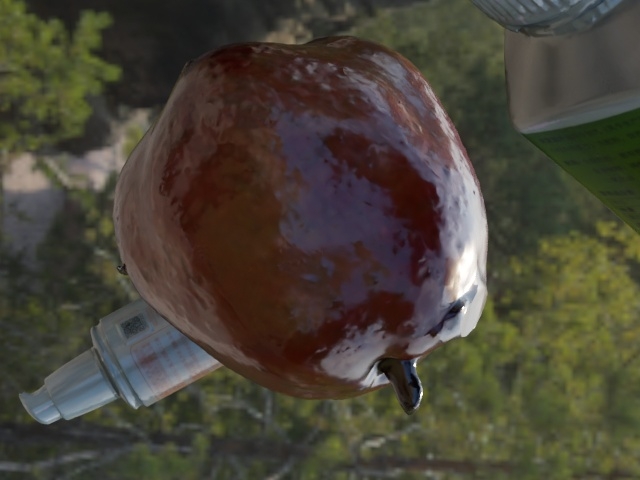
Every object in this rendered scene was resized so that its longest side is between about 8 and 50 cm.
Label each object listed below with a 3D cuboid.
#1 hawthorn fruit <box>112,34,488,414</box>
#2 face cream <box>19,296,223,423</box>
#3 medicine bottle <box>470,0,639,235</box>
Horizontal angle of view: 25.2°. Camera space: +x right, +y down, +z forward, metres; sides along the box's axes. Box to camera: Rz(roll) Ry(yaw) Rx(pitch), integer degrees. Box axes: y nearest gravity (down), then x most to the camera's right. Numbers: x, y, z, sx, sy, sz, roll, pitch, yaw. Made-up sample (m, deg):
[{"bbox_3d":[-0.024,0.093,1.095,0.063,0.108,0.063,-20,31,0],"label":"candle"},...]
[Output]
[{"bbox_3d":[0.000,0.000,0.724,0.202,0.185,0.185,56,16,22],"label":"hawthorn fruit"},{"bbox_3d":[-0.176,0.111,1.417,0.101,0.251,0.101,61,-4,7],"label":"face cream"},{"bbox_3d":[0.138,-0.085,0.575,0.188,0.088,0.132,35,62,-31],"label":"medicine bottle"}]
